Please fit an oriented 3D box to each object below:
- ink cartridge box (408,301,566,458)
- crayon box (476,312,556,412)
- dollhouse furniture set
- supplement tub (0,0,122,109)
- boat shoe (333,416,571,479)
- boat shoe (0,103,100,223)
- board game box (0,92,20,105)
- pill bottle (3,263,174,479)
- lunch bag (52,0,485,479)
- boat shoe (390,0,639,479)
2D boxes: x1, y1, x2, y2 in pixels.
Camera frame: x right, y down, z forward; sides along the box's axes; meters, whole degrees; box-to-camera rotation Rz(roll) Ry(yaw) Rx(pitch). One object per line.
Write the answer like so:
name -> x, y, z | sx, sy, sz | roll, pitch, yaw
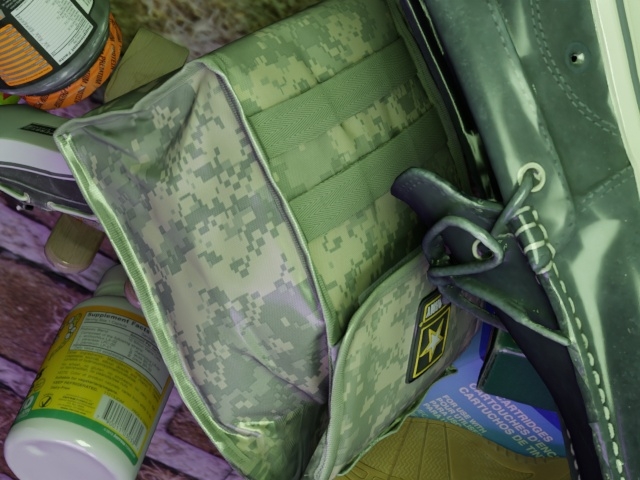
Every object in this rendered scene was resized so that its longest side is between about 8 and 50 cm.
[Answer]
ink cartridge box -> 0.172, 0.143, 1.104 | 0.270, 0.151, 0.395 | 39, 134, -22
crayon box -> 0.287, 0.044, 0.900 | 0.319, 0.202, 0.081 | 15, 151, 4
dollhouse furniture set -> -0.099, -0.001, 1.036 | 0.242, 0.161, 0.212 | 26, 139, -8
supplement tub -> -0.224, -0.180, 0.904 | 0.117, 0.117, 0.190 | -3, 150, 24
boat shoe -> 0.129, 0.212, 1.006 | 0.277, 0.098, 0.096 | 12, 137, 7
boat shoe -> -0.213, -0.054, 0.971 | 0.219, 0.078, 0.070 | 16, 122, 41
board game box -> -0.340, -0.126, 1.082 | 0.181, 0.043, 0.092 | -14, 129, 33
pill bottle -> -0.192, 0.124, 1.174 | 0.118, 0.208, 0.117 | 11, 139, 10
lunch bag -> 0.000, 0.000, 0.867 | 0.169, 0.235, 0.287 | -18, 100, 37
boat shoe -> 0.121, -0.016, 0.739 | 0.156, 0.499, 0.187 | -12, 179, -1
